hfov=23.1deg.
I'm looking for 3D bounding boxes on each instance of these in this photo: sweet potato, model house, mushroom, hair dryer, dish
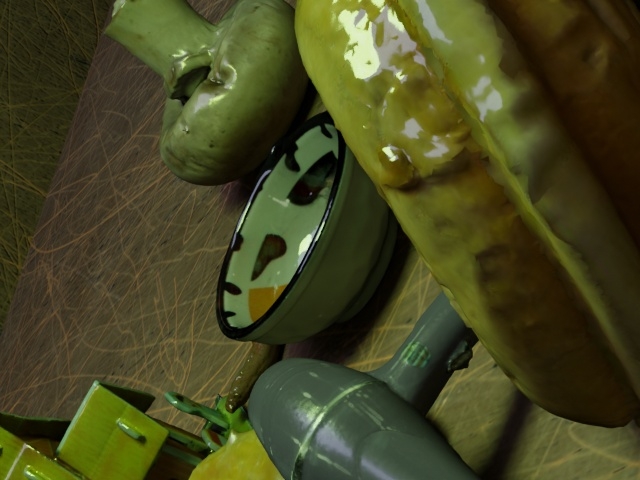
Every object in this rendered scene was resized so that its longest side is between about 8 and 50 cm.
[{"bbox_3d":[-0.072,0.122,1.865,0.050,0.050,0.214,-37,31,51],"label":"sweet potato"},{"bbox_3d":[-0.259,0.297,1.720,0.300,0.323,0.340,-62,20,7],"label":"model house"},{"bbox_3d":[-0.171,-0.235,2.197,0.292,0.290,0.292,-52,19,25],"label":"mushroom"},{"bbox_3d":[0.137,0.097,1.270,0.301,0.121,0.361,30,76,40],"label":"hair dryer"},{"bbox_3d":[0.000,0.000,1.739,0.303,0.120,0.303,-50,24,32],"label":"dish"}]

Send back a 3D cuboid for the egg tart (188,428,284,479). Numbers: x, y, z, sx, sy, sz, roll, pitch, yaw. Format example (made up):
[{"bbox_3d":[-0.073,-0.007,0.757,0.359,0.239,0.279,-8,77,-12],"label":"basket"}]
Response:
[{"bbox_3d":[-0.038,0.300,1.428,0.388,0.169,0.388,-43,32,36],"label":"egg tart"}]

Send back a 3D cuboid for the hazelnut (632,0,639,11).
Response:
[{"bbox_3d":[0.271,-0.337,1.208,0.366,0.365,0.366,-50,24,32],"label":"hazelnut"}]

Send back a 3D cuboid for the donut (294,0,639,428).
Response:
[{"bbox_3d":[0.144,-0.053,1.060,0.198,0.449,0.449,-31,26,5],"label":"donut"}]
